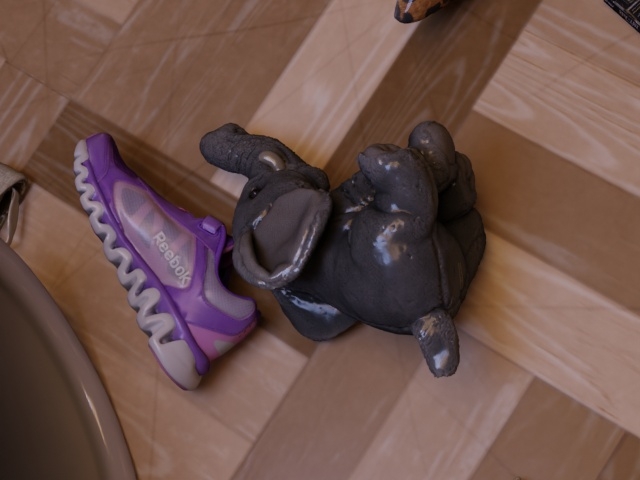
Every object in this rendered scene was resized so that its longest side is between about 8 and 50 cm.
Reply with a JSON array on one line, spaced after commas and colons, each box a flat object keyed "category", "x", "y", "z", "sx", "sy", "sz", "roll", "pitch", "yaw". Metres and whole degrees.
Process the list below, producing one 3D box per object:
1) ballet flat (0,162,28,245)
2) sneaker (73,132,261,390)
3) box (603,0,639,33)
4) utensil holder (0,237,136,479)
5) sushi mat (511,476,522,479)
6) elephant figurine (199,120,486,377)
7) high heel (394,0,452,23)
[{"category": "ballet flat", "x": -0.304, "y": 0.009, "z": 1.276, "sx": 0.052, "sy": 0.057, "sz": 0.168, "roll": 16, "pitch": 78, "yaw": 10}, {"category": "sneaker", "x": -0.125, "y": 0.004, "z": 1.211, "sx": 0.104, "sy": 0.095, "sz": 0.236, "roll": -29, "pitch": 72, "yaw": -2}, {"category": "box", "x": 0.285, "y": -0.209, "z": 1.192, "sx": 0.083, "sy": 0.018, "sz": 0.067, "roll": -43, "pitch": 67, "yaw": 0}, {"category": "utensil holder", "x": -0.381, "y": 0.200, "z": 1.096, "sx": 0.385, "sy": 0.327, "sz": 0.327, "roll": -26, "pitch": 68, "yaw": 10}, {"category": "sushi mat", "x": 0.054, "y": 0.319, "z": 1.091, "sx": 0.316, "sy": 0.019, "sz": 0.151, "roll": -31, "pitch": 68, "yaw": 5}, {"category": "elephant figurine", "x": 0.000, "y": 0.000, "z": 1.155, "sx": 0.239, "sy": 0.186, "sz": 0.169, "roll": -7, "pitch": 114, "yaw": 25}, {"category": "high heel", "x": 0.190, "y": -0.256, "z": 1.191, "sx": 0.186, "sy": 0.093, "sz": 0.261, "roll": 29, "pitch": 74, "yaw": 28}]
